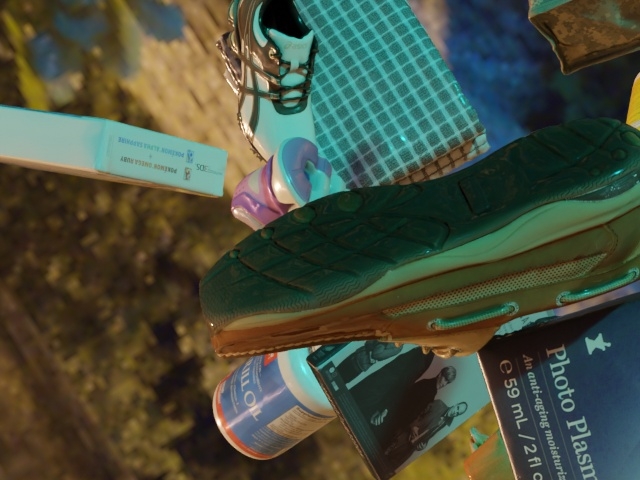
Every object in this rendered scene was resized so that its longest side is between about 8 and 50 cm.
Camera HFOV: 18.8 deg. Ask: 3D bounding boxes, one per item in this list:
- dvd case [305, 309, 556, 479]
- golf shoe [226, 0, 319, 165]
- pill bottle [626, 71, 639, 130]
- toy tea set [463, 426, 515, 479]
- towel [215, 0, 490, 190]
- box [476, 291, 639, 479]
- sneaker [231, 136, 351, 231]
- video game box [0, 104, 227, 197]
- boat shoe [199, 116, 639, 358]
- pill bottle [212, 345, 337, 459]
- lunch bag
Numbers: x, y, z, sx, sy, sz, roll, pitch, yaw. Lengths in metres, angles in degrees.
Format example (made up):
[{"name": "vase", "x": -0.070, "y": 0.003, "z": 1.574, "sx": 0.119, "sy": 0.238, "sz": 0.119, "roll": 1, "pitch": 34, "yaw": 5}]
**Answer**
[{"name": "dvd case", "x": 0.116, "y": 0.106, "z": 1.874, "sx": 0.239, "sy": 0.179, "sz": 0.029, "roll": -37, "pitch": 39, "yaw": -11}, {"name": "golf shoe", "x": -0.040, "y": -0.159, "z": 1.895, "sx": 0.077, "sy": 0.198, "sz": 0.094, "roll": -13, "pitch": -7, "yaw": -28}, {"name": "pill bottle", "x": 0.270, "y": -0.098, "z": 1.497, "sx": 0.065, "sy": 0.065, "sz": 0.116, "roll": -41, "pitch": 28, "yaw": 52}, {"name": "toy tea set", "x": 0.211, "y": 0.191, "z": 2.379, "sx": 0.124, "sy": 0.336, "sz": 0.200, "roll": -35, "pitch": -40, "yaw": 8}, {"name": "towel", "x": 0.032, "y": -0.174, "z": 2.260, "sx": 0.235, "sy": 0.283, "sz": 0.121, "roll": -32, "pitch": -22, "yaw": 2}, {"name": "box", "x": 0.306, "y": 0.166, "z": 1.392, "sx": 0.294, "sy": 0.296, "sz": 0.183, "roll": -19, "pitch": -4, "yaw": 20}, {"name": "sneaker", "x": 0.000, "y": 0.000, "z": 1.880, "sx": 0.105, "sy": 0.236, "sz": 0.095, "roll": -23, "pitch": 38, "yaw": 29}, {"name": "video game box", "x": -0.208, "y": -0.077, "z": 1.578, "sx": 0.205, "sy": 0.048, "sz": 0.187, "roll": 10, "pitch": -3, "yaw": 27}, {"name": "boat shoe", "x": 0.083, "y": 0.026, "z": 1.306, "sx": 0.324, "sy": 0.120, "sz": 0.122, "roll": -17, "pitch": 30, "yaw": 5}, {"name": "pill bottle", "x": -0.024, "y": 0.175, "z": 2.411, "sx": 0.221, "sy": 0.124, "sz": 0.124, "roll": -38, "pitch": -9, "yaw": 38}, {"name": "lunch bag", "x": 0.406, "y": -0.379, "z": 2.464, "sx": 0.287, "sy": 0.235, "sz": 0.169, "roll": -19, "pitch": -37, "yaw": 20}]
